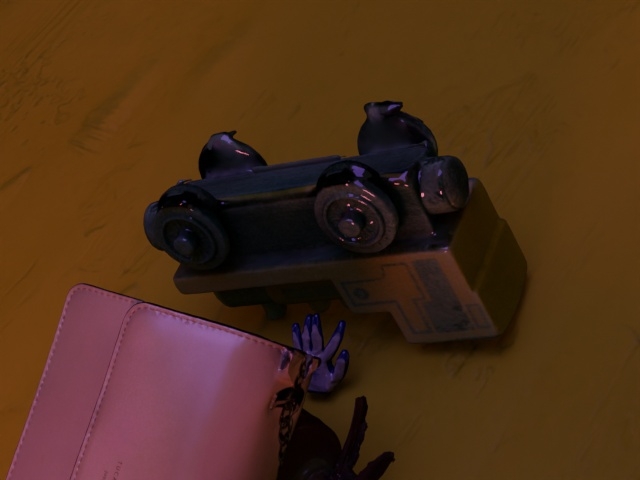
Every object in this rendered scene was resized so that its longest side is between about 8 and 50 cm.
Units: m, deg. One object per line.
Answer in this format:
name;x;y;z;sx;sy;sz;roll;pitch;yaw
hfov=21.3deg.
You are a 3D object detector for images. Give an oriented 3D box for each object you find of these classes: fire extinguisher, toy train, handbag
fire extinguisher;-0.056;0.173;1.649;0.337;0.106;0.147;29;104;42
toy train;0.000;0.000;1.717;0.368;0.237;0.150;-6;39;32
handbag;-0.162;0.239;1.539;0.236;0.160;0.359;15;83;32

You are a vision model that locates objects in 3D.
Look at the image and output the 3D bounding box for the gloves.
gloves;0.002;0.113;1.710;0.064;0.086;0.026;-1;12;29
